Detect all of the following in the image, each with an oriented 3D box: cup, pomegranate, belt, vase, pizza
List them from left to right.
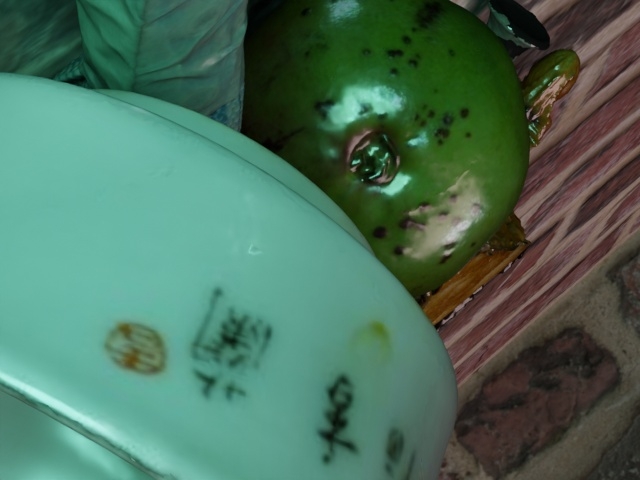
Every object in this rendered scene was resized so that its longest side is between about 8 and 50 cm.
[{"bbox_3d":[-0.083,0.052,0.738,0.163,0.347,0.347,-61,175,-25],"label":"cup"},{"bbox_3d":[-0.071,-0.100,0.737,0.072,0.087,0.302,-28,163,-18],"label":"belt"},{"bbox_3d":[0.023,-0.059,1.000,0.181,0.181,0.224,-43,-171,-1],"label":"pomegranate"},{"bbox_3d":[0.085,0.061,1.756,0.251,0.074,0.288,-47,166,12],"label":"pizza"},{"bbox_3d":[0.094,-0.101,1.293,0.167,0.059,0.059,-50,166,23],"label":"vase"}]

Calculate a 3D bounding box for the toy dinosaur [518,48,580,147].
[{"bbox_3d":[0.000,0.000,1.211,0.432,0.097,0.208,-34,-176,13],"label":"toy dinosaur"}]
